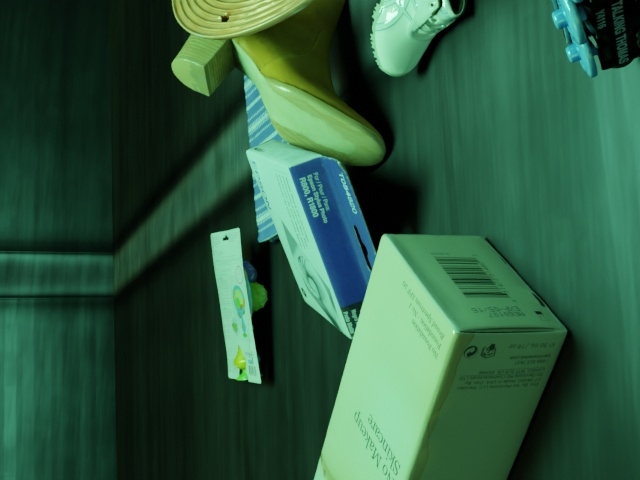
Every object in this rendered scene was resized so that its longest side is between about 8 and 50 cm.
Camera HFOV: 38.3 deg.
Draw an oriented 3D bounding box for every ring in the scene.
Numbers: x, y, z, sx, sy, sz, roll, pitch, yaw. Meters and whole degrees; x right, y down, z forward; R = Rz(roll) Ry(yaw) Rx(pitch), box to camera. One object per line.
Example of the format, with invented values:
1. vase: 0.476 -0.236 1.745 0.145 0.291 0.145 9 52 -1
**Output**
1. ring: -0.036 -0.362 1.078 0.336 0.032 0.336 -22 47 26

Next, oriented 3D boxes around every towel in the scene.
1. towel: -0.049 -0.182 1.339 0.243 0.040 0.336 150 116 -63

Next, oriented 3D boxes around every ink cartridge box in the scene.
1. ink cartridge box: 0.000 0.000 1.064 0.224 0.045 0.223 26 140 66

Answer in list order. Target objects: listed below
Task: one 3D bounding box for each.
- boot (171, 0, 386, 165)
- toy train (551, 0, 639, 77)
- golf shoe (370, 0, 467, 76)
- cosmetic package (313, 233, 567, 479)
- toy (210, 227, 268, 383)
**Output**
1. boot: -0.013 -0.228 1.123 0.211 0.295 0.104 -56 -14 -29
2. toy train: 0.182 -0.185 0.606 0.184 0.080 0.105 41 -149 -61
3. golf shoe: 0.104 -0.231 0.919 0.086 0.069 0.176 60 144 42
4. cosmetic package: 0.096 0.164 0.855 0.160 0.113 0.309 -123 41 -54
5. toy: -0.118 0.101 1.452 0.137 0.056 0.237 -8 86 64
